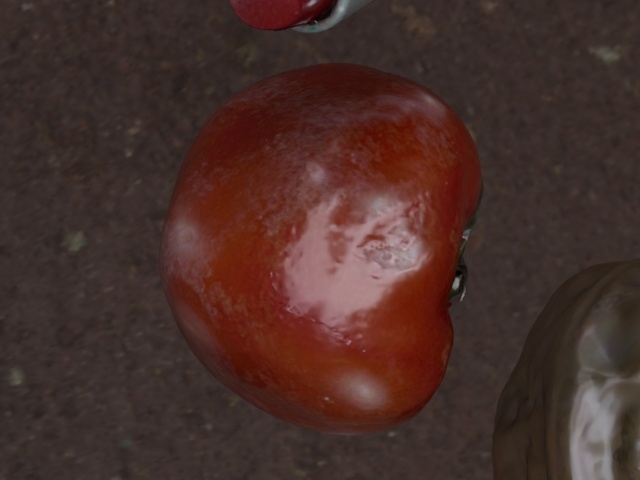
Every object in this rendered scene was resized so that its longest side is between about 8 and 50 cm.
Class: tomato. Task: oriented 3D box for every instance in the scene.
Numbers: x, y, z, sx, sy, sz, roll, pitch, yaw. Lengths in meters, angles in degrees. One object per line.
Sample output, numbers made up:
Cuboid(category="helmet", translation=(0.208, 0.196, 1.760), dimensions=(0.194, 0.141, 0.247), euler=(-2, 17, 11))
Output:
Cuboid(category="tomato", translation=(0.000, 0.000, 0.731), dimensions=(0.151, 0.187, 0.187), euler=(21, 60, -3))

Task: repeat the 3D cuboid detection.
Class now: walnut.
Cuboid(category="walnut", translation=(0.228, 0.138, 0.966), dimensions=(0.227, 0.273, 0.273), euler=(37, 49, -63))

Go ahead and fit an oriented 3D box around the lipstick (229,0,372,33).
Cuboid(category="lipstick", translation=(0.016, -0.117, 0.619), dimensions=(0.186, 0.063, 0.057), euler=(-41, 118, -51))
